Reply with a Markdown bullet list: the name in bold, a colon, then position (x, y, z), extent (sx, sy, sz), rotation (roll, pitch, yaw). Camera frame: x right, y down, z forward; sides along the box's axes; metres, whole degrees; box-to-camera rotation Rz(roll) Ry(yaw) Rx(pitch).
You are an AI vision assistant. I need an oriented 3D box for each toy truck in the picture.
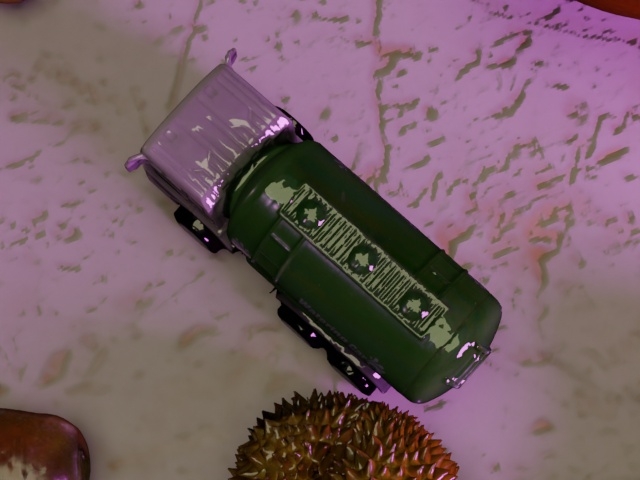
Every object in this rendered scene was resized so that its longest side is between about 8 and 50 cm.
- **toy truck**: position (0.000, 0.000, 1.003), extent (0.242, 0.125, 0.101), rotation (41, 85, 8)

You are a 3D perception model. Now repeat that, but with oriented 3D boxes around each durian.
- **durian**: position (0.012, 0.165, 0.972), extent (0.158, 0.137, 0.168), rotation (5, 58, 13)

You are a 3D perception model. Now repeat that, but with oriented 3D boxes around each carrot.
- **carrot**: position (-0.237, 0.147, 1.006), extent (0.193, 0.087, 0.087), rotation (-6, 81, 2)

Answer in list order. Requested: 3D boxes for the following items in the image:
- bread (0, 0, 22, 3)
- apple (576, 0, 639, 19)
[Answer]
- **bread**: position (-0.289, -0.216, 1.064), extent (0.225, 0.081, 0.134), rotation (-3, 80, 2)
- **apple**: position (0.220, -0.290, 0.941), extent (0.339, 0.339, 0.340), rotation (0, 81, 1)
